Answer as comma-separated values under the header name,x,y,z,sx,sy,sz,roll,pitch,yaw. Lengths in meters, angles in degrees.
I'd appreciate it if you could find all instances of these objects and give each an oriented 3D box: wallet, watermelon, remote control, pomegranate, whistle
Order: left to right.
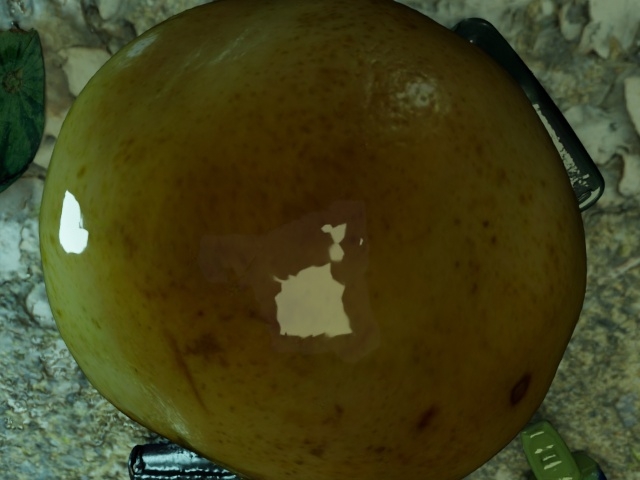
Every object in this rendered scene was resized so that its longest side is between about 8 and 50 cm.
name,x,y,z,sx,sy,sz,roll,pitch,yaw
watermelon,-0.359,-0.096,0.719,0.231,0.128,0.146,-22,126,10
wallet,-0.082,0.337,0.857,0.221,0.071,0.262,-13,117,21
pomegranate,0.000,0.000,0.580,0.417,0.416,0.416,2,111,4
remote control,0.190,-0.112,0.690,0.072,0.042,0.222,-40,104,15
whistle,0.287,0.297,0.820,0.105,0.085,0.227,-26,107,10
